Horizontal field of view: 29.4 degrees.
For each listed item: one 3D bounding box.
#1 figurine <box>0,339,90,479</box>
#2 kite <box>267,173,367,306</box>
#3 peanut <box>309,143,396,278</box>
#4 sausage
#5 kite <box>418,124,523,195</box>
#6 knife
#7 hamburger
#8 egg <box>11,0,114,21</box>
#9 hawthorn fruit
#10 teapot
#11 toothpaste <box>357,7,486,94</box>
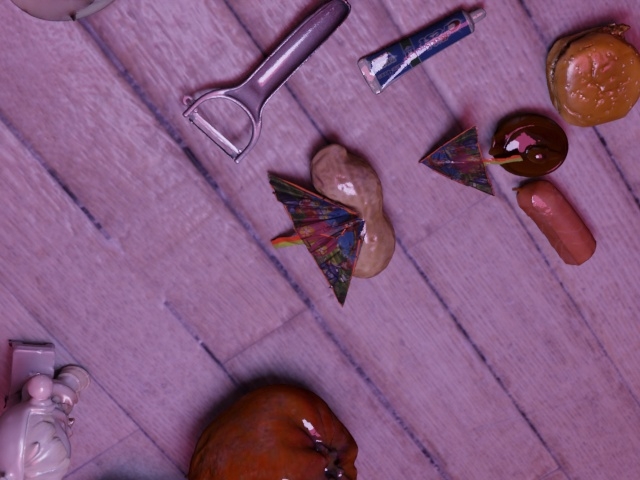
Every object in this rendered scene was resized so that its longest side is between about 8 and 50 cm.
[{"bbox_3d":[-0.425,0.270,1.804,0.144,0.257,0.182,25,112,-19],"label":"figurine"},{"bbox_3d":[0.000,0.000,1.819,0.183,0.014,0.241,-11,115,37],"label":"kite"},{"bbox_3d":[0.050,-0.045,1.824,0.104,0.086,0.228,-11,117,8],"label":"peanut"},{"bbox_3d":[0.363,-0.036,1.901,0.065,0.065,0.169,-37,116,10],"label":"sausage"},{"bbox_3d":[0.224,-0.119,1.824,0.159,0.010,0.190,3,151,18],"label":"kite"},{"bbox_3d":[-0.068,-0.247,1.716,0.123,0.053,0.278,41,103,-21],"label":"knife"},{"bbox_3d":[0.404,-0.242,1.788,0.138,0.083,0.147,-16,122,-6],"label":"hamburger"},{"bbox_3d":[-0.313,-0.404,1.533,0.206,0.161,0.271,-21,91,44],"label":"egg"},{"bbox_3d":[-0.092,0.375,1.927,0.298,0.277,0.277,-10,122,27],"label":"hawthorn fruit"},{"bbox_3d":[0.312,-0.138,1.825,0.129,0.078,0.098,9,115,-14],"label":"teapot"},{"bbox_3d":[0.150,-0.280,1.750,0.197,0.035,0.057,-29,102,7],"label":"toothpaste"}]
